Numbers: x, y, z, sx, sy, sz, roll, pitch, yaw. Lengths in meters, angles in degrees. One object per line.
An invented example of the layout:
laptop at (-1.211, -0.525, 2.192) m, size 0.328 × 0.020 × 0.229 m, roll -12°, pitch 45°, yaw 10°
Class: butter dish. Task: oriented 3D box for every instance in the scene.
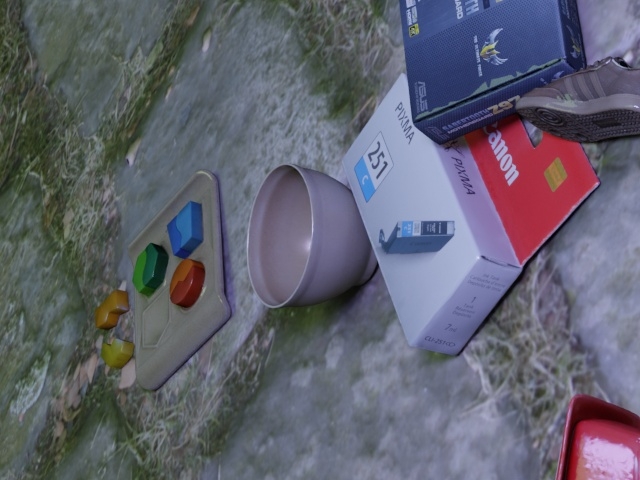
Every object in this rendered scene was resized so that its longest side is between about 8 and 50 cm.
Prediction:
butter dish at (0.274, 0.224, 1.700) m, size 0.118 × 0.160 × 0.160 m, roll 6°, pitch 80°, yaw 34°

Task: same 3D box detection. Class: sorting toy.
sorting toy at (-0.220, 0.075, 2.609) m, size 0.307 × 0.041 × 0.229 m, roll -44°, pitch 42°, yaw 39°

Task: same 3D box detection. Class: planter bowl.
planter bowl at (0.000, 0.000, 2.224) m, size 0.162 × 0.109 × 0.162 m, roll -23°, pitch 64°, yaw 59°

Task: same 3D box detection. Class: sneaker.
sneaker at (0.272, -0.141, 1.929) m, size 0.188 × 0.066 × 0.071 m, roll 5°, pitch 62°, yaw 52°

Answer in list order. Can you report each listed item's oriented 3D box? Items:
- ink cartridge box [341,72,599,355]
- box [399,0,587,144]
ink cartridge box at (0.146, -0.073, 2.079) m, size 0.261 × 0.066 × 0.296 m, roll -54°, pitch 37°, yaw 31°
box at (0.174, -0.236, 2.062) m, size 0.183 × 0.059 × 0.233 m, roll -21°, pitch 57°, yaw 28°
